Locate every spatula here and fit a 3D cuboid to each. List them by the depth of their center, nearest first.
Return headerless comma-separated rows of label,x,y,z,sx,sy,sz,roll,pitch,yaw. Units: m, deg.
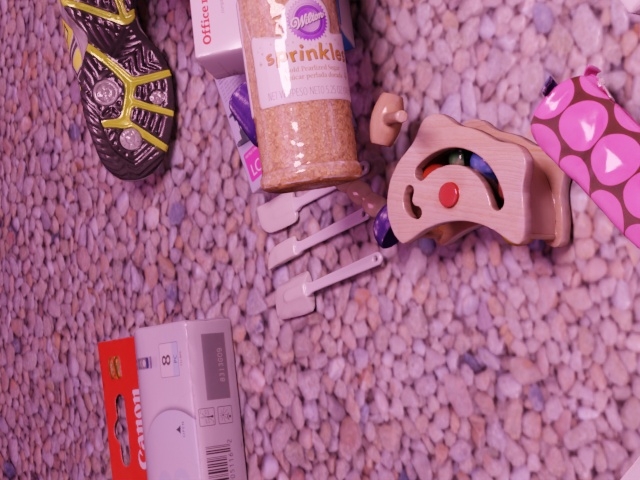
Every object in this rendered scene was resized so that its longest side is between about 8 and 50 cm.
spatula,0.000,0.000,1.703,0.242,0.019,0.168,-25,68,48

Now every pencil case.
pencil case,0.298,-0.077,1.277,0.098,0.095,0.209,-48,56,16

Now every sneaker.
sneaker,-0.314,-0.274,2.005,0.147,0.145,0.384,127,131,-78

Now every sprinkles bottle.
sprinkles bottle,-0.034,-0.236,1.489,0.121,0.121,0.355,-11,87,51

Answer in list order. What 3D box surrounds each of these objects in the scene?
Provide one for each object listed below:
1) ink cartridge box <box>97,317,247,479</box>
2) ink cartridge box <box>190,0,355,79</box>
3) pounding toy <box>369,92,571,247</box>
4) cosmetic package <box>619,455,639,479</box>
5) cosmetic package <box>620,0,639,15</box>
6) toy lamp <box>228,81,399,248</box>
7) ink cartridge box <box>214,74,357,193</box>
ink cartridge box,-0.260,0.289,1.980,0.385,0.091,0.308,-13,82,49
ink cartridge box,-0.063,-0.296,1.626,0.191,0.082,0.139,-11,75,12
pounding toy,0.132,-0.058,1.424,0.269,0.155,0.154,29,110,46
cosmetic package,0.425,0.317,1.046,0.385,0.217,0.156,53,131,32
cosmetic package,0.366,-0.377,1.079,0.365,0.155,0.197,-44,66,35
toy lamp,-0.002,-0.100,1.583,0.275,0.080,0.080,40,123,21
ink cartridge box,-0.070,-0.240,1.739,0.186,0.065,0.311,-38,62,45
